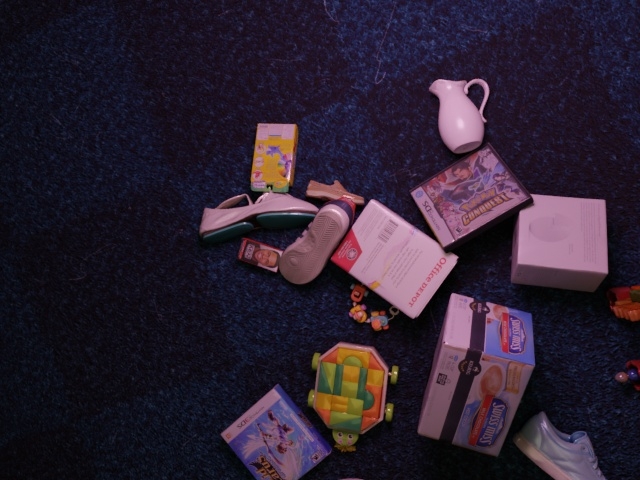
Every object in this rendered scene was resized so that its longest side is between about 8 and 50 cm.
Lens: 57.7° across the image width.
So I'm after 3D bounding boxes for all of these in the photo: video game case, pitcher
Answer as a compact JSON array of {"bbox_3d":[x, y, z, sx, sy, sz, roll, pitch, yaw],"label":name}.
[{"bbox_3d":[0.423,-0.127,1.665,0.275,0.035,0.248,-32,49,11],"label":"video game case"},{"bbox_3d":[0.426,-0.371,1.697,0.178,0.125,0.207,-12,77,-3],"label":"pitcher"},{"bbox_3d":[-0.143,0.642,1.852,0.244,0.061,0.269,-43,83,10],"label":"video game case"}]

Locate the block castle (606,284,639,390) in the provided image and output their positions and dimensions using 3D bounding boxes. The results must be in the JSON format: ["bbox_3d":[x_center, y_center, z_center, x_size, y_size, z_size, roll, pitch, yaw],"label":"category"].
[{"bbox_3d":[0.879,0.259,1.435,0.213,0.453,0.303,-15,89,4],"label":"block castle"}]

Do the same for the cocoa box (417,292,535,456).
[{"bbox_3d":[0.421,0.365,1.581,0.228,0.231,0.347,14,122,10],"label":"cocoa box"}]

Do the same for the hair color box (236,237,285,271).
[{"bbox_3d":[-0.191,0.046,1.863,0.141,0.043,0.072,18,93,10],"label":"hair color box"}]

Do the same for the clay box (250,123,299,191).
[{"bbox_3d":[-0.143,-0.254,1.823,0.127,0.053,0.222,4,80,12],"label":"clay box"}]

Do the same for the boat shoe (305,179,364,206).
[{"bbox_3d":[0.048,-0.152,1.802,0.190,0.068,0.072,12,82,12],"label":"boat shoe"}]

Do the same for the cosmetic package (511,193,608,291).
[{"bbox_3d":[0.652,0.005,1.597,0.225,0.138,0.224,6,64,13],"label":"cosmetic package"}]

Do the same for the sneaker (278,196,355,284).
[{"bbox_3d":[0.000,0.000,1.773,0.131,0.148,0.350,42,130,-1],"label":"sneaker"}]

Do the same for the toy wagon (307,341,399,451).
[{"bbox_3d":[0.095,0.493,1.796,0.267,0.068,0.344,7,92,12],"label":"toy wagon"}]

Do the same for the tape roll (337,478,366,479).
[{"bbox_3d":[0.106,0.942,1.799,0.392,0.072,0.392,0,91,13],"label":"tape roll"}]

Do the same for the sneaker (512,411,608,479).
[{"bbox_3d":[0.735,0.627,1.630,0.366,0.135,0.150,36,101,8],"label":"sneaker"}]

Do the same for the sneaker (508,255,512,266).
[{"bbox_3d":[0.655,0.069,1.681,0.209,0.069,0.082,17,68,17],"label":"sneaker"}]

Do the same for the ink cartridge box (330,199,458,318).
[{"bbox_3d":[0.220,0.053,1.732,0.306,0.131,0.226,36,97,8],"label":"ink cartridge box"}]

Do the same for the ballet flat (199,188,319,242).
[{"bbox_3d":[-0.201,-0.094,1.830,0.400,0.139,0.139,-12,88,13],"label":"ballet flat"}]

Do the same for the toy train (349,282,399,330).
[{"bbox_3d":[0.150,0.208,1.778,0.166,0.046,0.125,31,112,9],"label":"toy train"}]
